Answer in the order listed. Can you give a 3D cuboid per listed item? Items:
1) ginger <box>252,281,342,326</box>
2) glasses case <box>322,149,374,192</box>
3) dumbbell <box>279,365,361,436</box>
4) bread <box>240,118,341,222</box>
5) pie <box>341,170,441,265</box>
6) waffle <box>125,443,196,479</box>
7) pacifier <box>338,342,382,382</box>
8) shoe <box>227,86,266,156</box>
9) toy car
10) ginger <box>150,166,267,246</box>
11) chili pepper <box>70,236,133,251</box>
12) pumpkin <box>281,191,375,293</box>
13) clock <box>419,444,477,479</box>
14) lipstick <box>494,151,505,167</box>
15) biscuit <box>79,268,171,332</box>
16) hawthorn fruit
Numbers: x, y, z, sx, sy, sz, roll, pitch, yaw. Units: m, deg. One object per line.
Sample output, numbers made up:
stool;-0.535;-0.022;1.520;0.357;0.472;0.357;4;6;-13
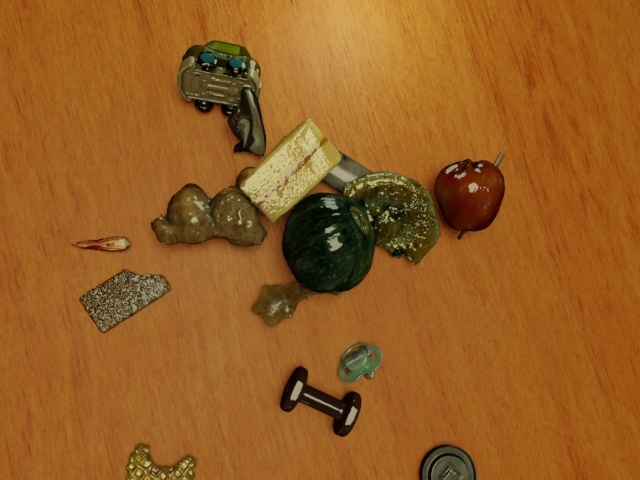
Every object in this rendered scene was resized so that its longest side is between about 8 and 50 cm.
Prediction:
ginger;-0.066;0.174;1.661;0.295;0.086;0.131;-13;62;-17
glasses case;0.052;-0.227;1.747;0.299;0.060;0.114;31;83;-6
dumbbell;0.001;0.479;1.608;0.225;0.124;0.140;26;77;-7
bread;-0.081;-0.201;1.574;0.167;0.163;0.264;46;49;-14
pie;0.209;-0.070;1.713;0.371;0.078;0.296;6;102;-7
waffle;-0.453;0.659;1.531;0.194;0.051;0.148;7;83;-10
pacifier;0.129;0.386;1.673;0.150;0.126;0.116;-36;127;2
shoe;-0.231;-0.354;1.650;0.112;0.227;0.099;-8;41;3
toy car;-0.307;-0.526;1.674;0.248;0.204;0.198;7;58;-12
ginger;-0.313;-0.080;1.607;0.375;0.176;0.256;-13;68;-11
chili pepper;-0.643;0.013;1.593;0.178;0.027;0.045;-3;79;-12
pumpkin;0.000;0.000;1.560;0.263;0.197;0.292;-24;67;24
clock;0.398;0.735;1.695;0.185;0.040;0.184;2;81;-11
lipstick;0.617;-0.267;1.887;0.019;0.019;0.094;32;78;-5
biscuit;-0.572;0.156;1.589;0.237;0.026;0.131;-34;91;-13
hawthorn fruit;0.481;-0.131;1.756;0.224;0.224;0.260;-1;106;-11
